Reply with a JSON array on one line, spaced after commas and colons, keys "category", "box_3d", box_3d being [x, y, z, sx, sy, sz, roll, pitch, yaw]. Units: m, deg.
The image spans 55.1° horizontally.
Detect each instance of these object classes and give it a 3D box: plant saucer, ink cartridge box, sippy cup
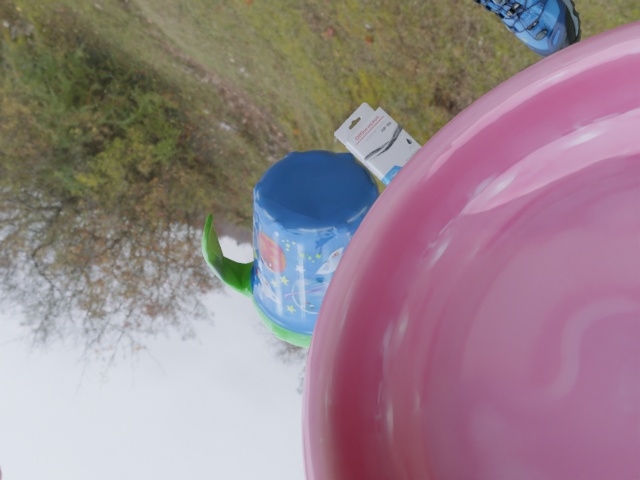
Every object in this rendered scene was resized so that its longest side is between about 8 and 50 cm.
[{"category": "plant saucer", "box_3d": [0.141, 0.050, 0.262, 0.084, 0.332, 0.332, 37, 174, -38]}, {"category": "ink cartridge box", "box_3d": [0.058, -0.095, 0.601, 0.083, 0.048, 0.028, 44, 179, 2]}, {"category": "sippy cup", "box_3d": [0.000, 0.000, 0.882, 0.240, 0.305, 0.224, 50, 158, 36]}]

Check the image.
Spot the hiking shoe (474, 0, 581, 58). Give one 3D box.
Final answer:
[{"category": "hiking shoe", "box_3d": [0.300, -0.412, 1.024, 0.304, 0.132, 0.113, 54, 149, 10]}]

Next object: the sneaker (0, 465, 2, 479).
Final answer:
[{"category": "sneaker", "box_3d": [-0.362, 0.150, 0.535, 0.314, 0.136, 0.116, -4, 139, 37]}]
